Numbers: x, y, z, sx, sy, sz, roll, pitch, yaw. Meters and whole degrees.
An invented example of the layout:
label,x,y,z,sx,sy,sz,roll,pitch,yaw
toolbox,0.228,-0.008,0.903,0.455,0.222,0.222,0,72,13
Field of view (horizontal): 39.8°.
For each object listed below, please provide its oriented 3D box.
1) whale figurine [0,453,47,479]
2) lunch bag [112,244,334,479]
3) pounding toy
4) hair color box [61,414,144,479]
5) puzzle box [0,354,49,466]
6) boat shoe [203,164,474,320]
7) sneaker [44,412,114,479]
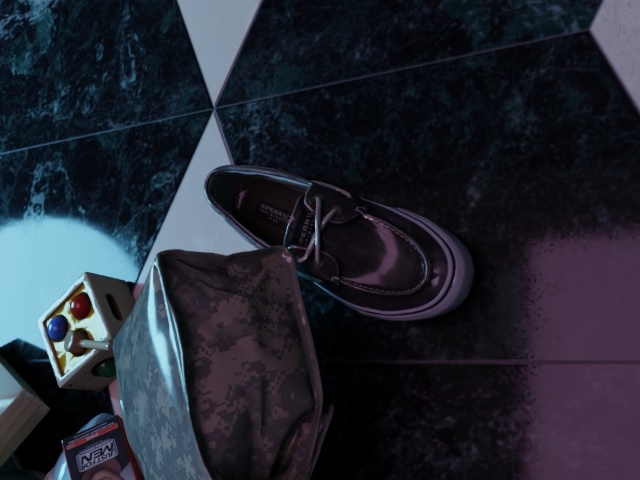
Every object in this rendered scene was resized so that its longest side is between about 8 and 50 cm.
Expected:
label,x,y,z,sx,sy,sz,roll,pitch,yaw
whale figurine,-0.455,0.384,1.165,0.272,0.141,0.216,2,80,34
lunch bag,-0.102,0.181,0.909,0.235,0.169,0.286,-52,46,52
pounding toy,-0.294,0.123,1.143,0.130,0.100,0.141,-42,58,20
hair color box,-0.229,0.271,0.967,0.072,0.043,0.141,-25,56,-4
puzzle box,-0.554,0.325,1.168,0.409,0.052,0.272,-51,34,-14
boat shoe,0.000,0.000,0.953,0.335,0.119,0.121,18,89,37
sneaker,-0.196,0.330,1.001,0.366,0.135,0.150,34,102,35
